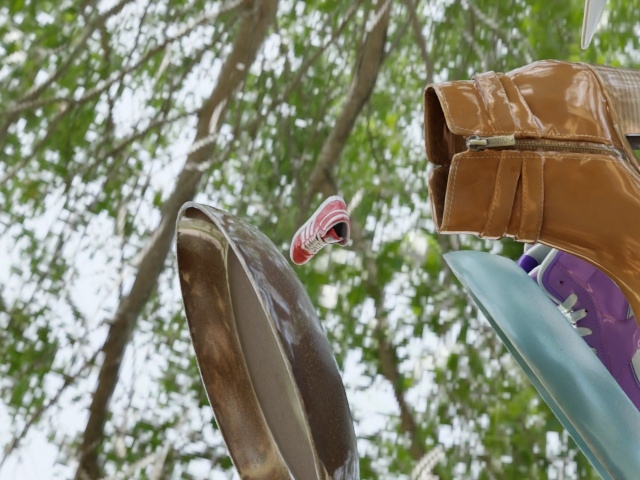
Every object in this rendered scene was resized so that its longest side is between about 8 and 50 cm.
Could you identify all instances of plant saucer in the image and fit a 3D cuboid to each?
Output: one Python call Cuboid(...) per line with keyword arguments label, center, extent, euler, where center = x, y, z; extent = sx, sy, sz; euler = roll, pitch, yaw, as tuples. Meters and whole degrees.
Cuboid(label="plant saucer", center=(-0.041, 0.112, 0.997), extent=(0.050, 0.310, 0.310), euler=(-18, -42, -19))
Cuboid(label="plant saucer", center=(0.199, 0.127, 0.918), extent=(0.043, 0.317, 0.317), euler=(-36, -58, 2))

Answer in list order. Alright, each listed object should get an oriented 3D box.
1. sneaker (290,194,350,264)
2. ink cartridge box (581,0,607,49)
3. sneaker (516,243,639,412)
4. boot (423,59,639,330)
Cuboid(label="sneaker", center=(0.000, 0.000, 1.727), extent=(0.042, 0.067, 0.118), euler=(22, -63, -28))
Cuboid(label="ink cartridge box", center=(0.088, -0.188, 0.497), extent=(0.067, 0.115, 0.198), euler=(7, -53, 21))
Cuboid(label="sneaker", center=(0.234, 0.069, 1.078), extent=(0.161, 0.102, 0.282), euler=(4, -68, -9))
Cuboid(label="boot", center=(0.140, -0.010, 0.724), extent=(0.152, 0.197, 0.073), euler=(-4, -19, -18))
